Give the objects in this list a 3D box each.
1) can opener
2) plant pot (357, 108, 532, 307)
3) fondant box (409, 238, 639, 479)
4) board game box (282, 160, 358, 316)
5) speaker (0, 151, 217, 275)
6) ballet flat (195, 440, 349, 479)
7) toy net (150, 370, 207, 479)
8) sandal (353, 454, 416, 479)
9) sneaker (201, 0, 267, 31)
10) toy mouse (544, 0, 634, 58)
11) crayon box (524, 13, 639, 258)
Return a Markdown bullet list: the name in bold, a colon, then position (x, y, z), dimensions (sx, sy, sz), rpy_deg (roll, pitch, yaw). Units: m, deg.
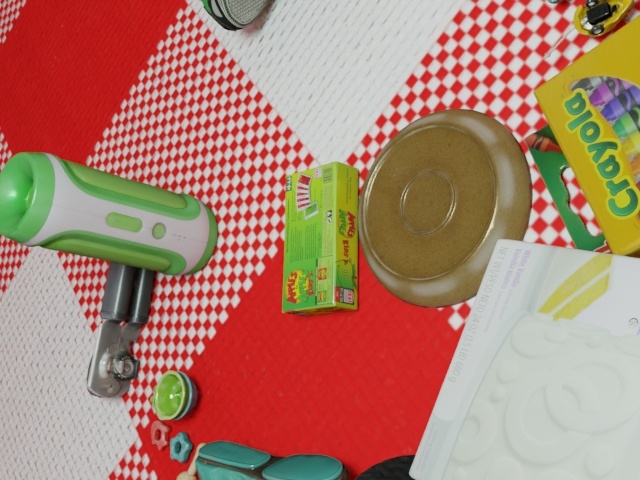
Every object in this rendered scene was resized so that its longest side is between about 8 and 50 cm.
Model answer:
- **can opener**: position (-0.317, 0.102, 1.312), dimensions (0.095, 0.076, 0.283), rpy_deg (1, 79, 42)
- **plant pot**: position (0.128, -0.042, 0.972), dimensions (0.236, 0.032, 0.236), rpy_deg (-13, 70, 41)
- **fondant box**: position (0.241, 0.137, 0.666), dimensions (0.330, 0.096, 0.238), rpy_deg (12, 78, 56)
- **board game box**: position (0.000, 0.000, 1.068), dimensions (0.092, 0.043, 0.181), rpy_deg (-12, 71, 43)
- **speaker**: position (-0.286, -0.031, 1.165), dimensions (0.131, 0.296, 0.131), rpy_deg (-13, 71, 40)
- **ballet flat**: position (-0.055, 0.301, 1.032), dimensions (0.247, 0.083, 0.087), rpy_deg (-3, 101, 42)
- **toy net**: position (-0.205, 0.304, 1.179), dimensions (0.122, 0.045, 0.232), rpy_deg (-25, 64, 36)
- **sandal**: position (0.208, 0.304, 0.751), dimensions (0.445, 0.167, 0.107), rpy_deg (9, 110, 51)
- **sneaker**: position (-0.064, -0.455, 1.183), dimensions (0.146, 0.134, 0.344), rpy_deg (33, 101, 42)
- **toy mouse**: position (0.292, -0.282, 0.883), dimensions (0.161, 0.031, 0.143), rpy_deg (-26, 63, 35)
- **crayon box**: position (0.335, -0.111, 0.768), dimensions (0.318, 0.081, 0.202), rpy_deg (-37, 57, 31)
